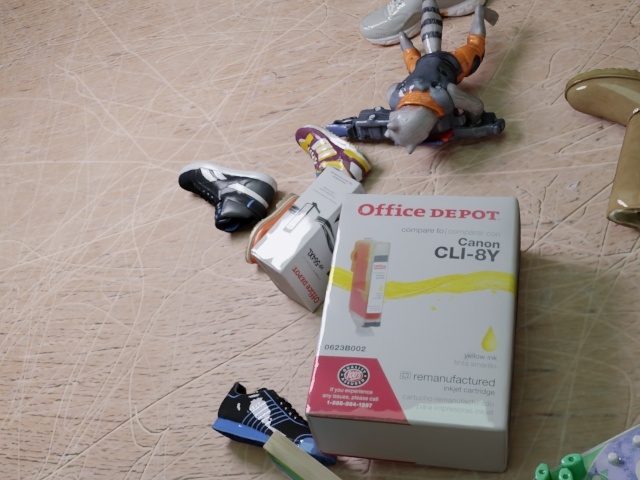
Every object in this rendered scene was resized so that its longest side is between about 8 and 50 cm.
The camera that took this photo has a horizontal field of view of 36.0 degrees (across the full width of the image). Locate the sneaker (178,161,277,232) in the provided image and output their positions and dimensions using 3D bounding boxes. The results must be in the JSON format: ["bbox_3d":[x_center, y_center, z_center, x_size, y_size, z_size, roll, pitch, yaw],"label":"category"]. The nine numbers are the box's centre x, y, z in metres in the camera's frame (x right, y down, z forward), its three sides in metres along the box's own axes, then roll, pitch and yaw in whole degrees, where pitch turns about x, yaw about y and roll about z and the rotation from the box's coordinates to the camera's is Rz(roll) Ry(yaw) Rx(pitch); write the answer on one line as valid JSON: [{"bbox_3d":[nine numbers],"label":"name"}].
[{"bbox_3d":[-0.198,-0.077,1.868,0.217,0.079,0.121,6,59,28],"label":"sneaker"}]

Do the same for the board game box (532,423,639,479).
[{"bbox_3d":[0.508,0.333,1.162,0.390,0.050,0.390,-25,40,-6],"label":"board game box"}]

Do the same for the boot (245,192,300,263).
[{"bbox_3d":[-0.067,-0.011,1.773,0.085,0.059,0.158,31,73,33],"label":"boot"}]

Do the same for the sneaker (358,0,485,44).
[{"bbox_3d":[0.189,-0.483,1.941,0.263,0.121,0.099,-21,49,11],"label":"sneaker"}]

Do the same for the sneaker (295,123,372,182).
[{"bbox_3d":[0.005,-0.154,1.830,0.186,0.069,0.084,28,67,39],"label":"sneaker"}]

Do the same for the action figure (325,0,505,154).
[{"bbox_3d":[0.160,-0.287,1.786,0.342,0.178,0.330,-4,46,22],"label":"action figure"}]

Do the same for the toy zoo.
[{"bbox_3d":[0.014,0.345,1.338,0.192,0.293,0.030,35,75,13],"label":"toy zoo"}]

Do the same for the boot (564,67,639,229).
[{"bbox_3d":[0.490,-0.148,1.575,0.236,0.089,0.269,2,60,28],"label":"boot"}]

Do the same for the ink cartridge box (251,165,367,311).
[{"bbox_3d":[0.000,0.000,1.670,0.086,0.148,0.203,33,76,37],"label":"ink cartridge box"}]

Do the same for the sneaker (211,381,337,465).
[{"bbox_3d":[-0.065,0.283,1.543,0.232,0.081,0.090,10,67,32],"label":"sneaker"}]

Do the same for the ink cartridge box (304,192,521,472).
[{"bbox_3d":[0.149,0.124,1.467,0.279,0.160,0.384,2,56,13],"label":"ink cartridge box"}]
